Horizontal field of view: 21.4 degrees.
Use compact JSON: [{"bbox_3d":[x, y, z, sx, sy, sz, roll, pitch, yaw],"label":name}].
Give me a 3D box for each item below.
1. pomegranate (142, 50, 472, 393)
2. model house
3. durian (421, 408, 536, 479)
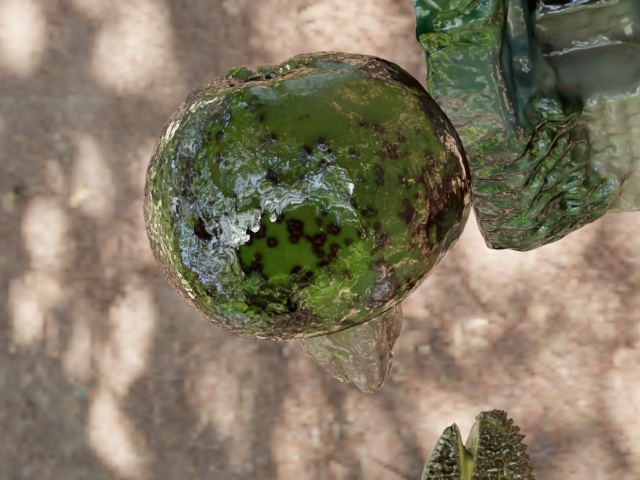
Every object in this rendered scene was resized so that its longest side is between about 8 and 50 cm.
[{"bbox_3d":[-0.004,-0.011,0.730,0.163,0.138,0.125,74,174,-64],"label":"pomegranate"},{"bbox_3d":[0.207,-0.164,0.996,0.284,0.298,0.243,-7,55,13],"label":"model house"},{"bbox_3d":[0.123,0.204,1.336,0.071,0.110,0.140,50,131,38],"label":"durian"}]
